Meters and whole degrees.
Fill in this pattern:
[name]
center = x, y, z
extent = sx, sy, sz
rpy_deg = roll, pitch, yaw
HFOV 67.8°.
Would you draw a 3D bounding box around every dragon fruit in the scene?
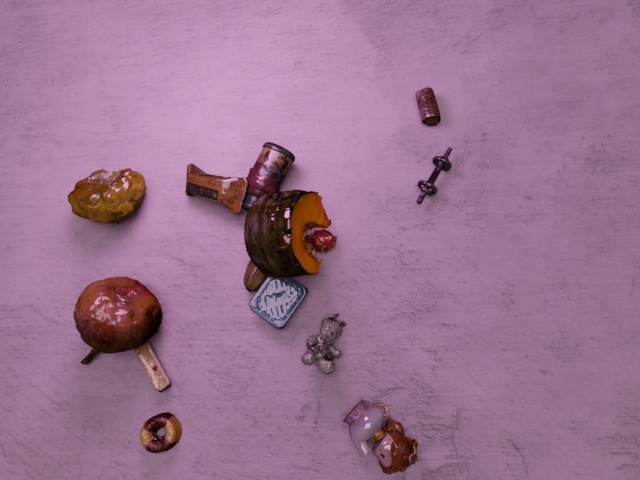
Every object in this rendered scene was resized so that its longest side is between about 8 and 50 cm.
[dragon fruit]
center = -0.001, -0.002, 1.758
extent = 0.116, 0.081, 0.086
rpy_deg = 17, 88, 10

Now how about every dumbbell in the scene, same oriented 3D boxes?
[dumbbell]
center = 0.429, -0.245, 1.791
extent = 0.082, 0.081, 0.253
rpy_deg = 30, 80, 10

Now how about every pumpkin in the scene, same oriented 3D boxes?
[pumpkin]
center = -0.118, -0.027, 1.640
extent = 0.226, 0.256, 0.303
rpy_deg = -11, 52, 32

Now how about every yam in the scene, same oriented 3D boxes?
[yam]
center = 0.420, -0.524, 1.862
extent = 0.079, 0.079, 0.141
rpy_deg = -9, 74, 1

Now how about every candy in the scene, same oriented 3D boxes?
[candy]
center = -0.393, -0.193, 1.791
extent = 0.272, 0.101, 0.143
rpy_deg = 17, 107, 21

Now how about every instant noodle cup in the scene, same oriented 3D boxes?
[instant noodle cup]
center = -0.149, 0.212, 1.720
extent = 0.157, 0.070, 0.179
rpy_deg = 34, 81, 12

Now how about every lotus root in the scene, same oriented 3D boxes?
[lotus root]
center = -0.224, 0.104, 1.744
extent = 0.089, 0.081, 0.179
rpy_deg = 33, 82, -19

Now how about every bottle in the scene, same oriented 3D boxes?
[bottle]
center = -0.201, -0.222, 1.793
extent = 0.156, 0.143, 0.271
rpy_deg = 25, 87, 33

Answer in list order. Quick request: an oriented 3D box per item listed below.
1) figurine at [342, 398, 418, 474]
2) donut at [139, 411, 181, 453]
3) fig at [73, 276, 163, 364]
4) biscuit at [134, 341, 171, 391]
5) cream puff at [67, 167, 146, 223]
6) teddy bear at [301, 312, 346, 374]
[figurine]
center = 0.203, 0.647, 1.559
extent = 0.263, 0.142, 0.189
rpy_deg = 42, 59, 11
[donut]
center = -0.556, 0.664, 1.641
extent = 0.141, 0.059, 0.140
rpy_deg = -1, 80, 3
[fig]
center = -0.749, 0.307, 1.681
extent = 0.286, 0.286, 0.368
rpy_deg = 48, 114, 12
[biscuit]
center = -0.597, 0.448, 1.698
extent = 0.056, 0.052, 0.188
rpy_deg = -32, 77, -17
[cream puff]
center = -0.792, -0.158, 1.806
extent = 0.282, 0.185, 0.281
rpy_deg = -13, 36, 9
[teddy bear]
center = 0.012, 0.365, 1.666
extent = 0.133, 0.111, 0.213
rpy_deg = 35, 55, -10
